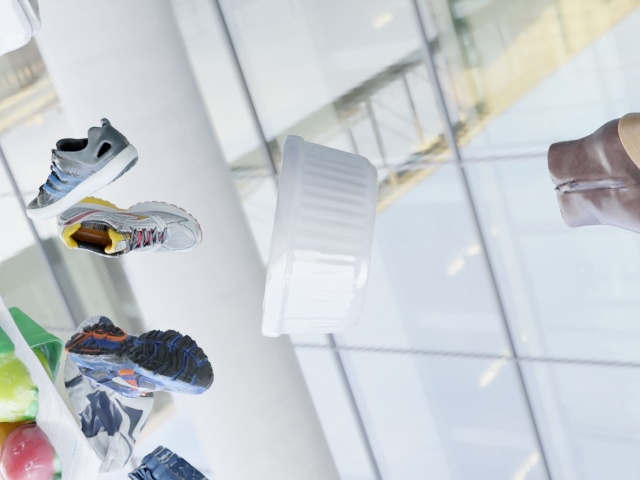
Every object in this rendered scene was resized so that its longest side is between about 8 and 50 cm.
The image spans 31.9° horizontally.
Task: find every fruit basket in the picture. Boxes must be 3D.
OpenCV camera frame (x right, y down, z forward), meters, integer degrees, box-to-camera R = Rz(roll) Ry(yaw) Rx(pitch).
[{"bbox_3d":[-0.413,0.280,1.601,0.165,0.327,0.353,-19,-128,-41],"label":"fruit basket"}]

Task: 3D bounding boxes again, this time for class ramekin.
[{"bbox_3d":[0.000,0.000,1.477,0.127,0.273,0.273,7,-160,-2],"label":"ramekin"}]

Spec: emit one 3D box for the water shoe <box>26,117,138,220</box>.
[{"bbox_3d":[-0.320,-0.095,1.454,0.203,0.080,0.073,-26,-165,32],"label":"water shoe"}]

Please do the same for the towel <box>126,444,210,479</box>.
[{"bbox_3d":[-0.068,0.178,0.711,0.029,0.119,0.067,-53,175,0],"label":"towel"}]

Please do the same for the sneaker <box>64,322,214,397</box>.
[{"bbox_3d":[-0.233,0.169,1.493,0.221,0.087,0.083,10,-138,29],"label":"sneaker"}]

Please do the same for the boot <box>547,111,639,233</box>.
[{"bbox_3d":[0.410,-0.038,1.455,0.090,0.248,0.207,-15,178,-38],"label":"boot"}]

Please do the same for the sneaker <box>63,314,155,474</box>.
[{"bbox_3d":[-0.313,0.219,1.691,0.094,0.235,0.153,-10,-174,7],"label":"sneaker"}]

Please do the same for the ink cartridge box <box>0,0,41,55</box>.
[{"bbox_3d":[-0.524,-0.319,1.453,0.279,0.160,0.385,-27,-153,-5],"label":"ink cartridge box"}]

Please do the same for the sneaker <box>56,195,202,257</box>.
[{"bbox_3d":[-0.295,-0.006,1.731,0.225,0.088,0.093,3,-148,-12],"label":"sneaker"}]
